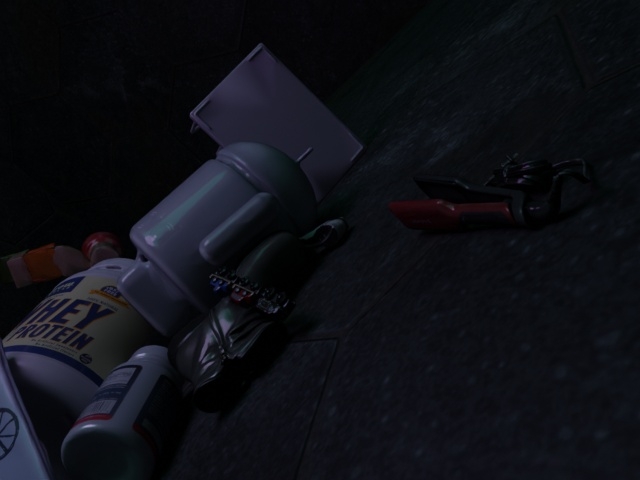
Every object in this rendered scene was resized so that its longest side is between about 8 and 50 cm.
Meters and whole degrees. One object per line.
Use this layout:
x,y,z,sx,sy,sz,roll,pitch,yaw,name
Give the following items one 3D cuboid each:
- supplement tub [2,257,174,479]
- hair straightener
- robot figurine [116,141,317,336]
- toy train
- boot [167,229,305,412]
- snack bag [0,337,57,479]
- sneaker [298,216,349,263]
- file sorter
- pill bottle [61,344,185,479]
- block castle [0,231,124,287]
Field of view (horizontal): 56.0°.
-0.366,0.191,0.954,0.235,0.235,0.324,-40,15,25,supplement tub
0.144,-0.052,0.522,0.089,0.047,0.230,-50,14,-14,hair straightener
-0.146,-0.014,0.932,0.353,0.199,0.300,-45,16,-15,robot figurine
-0.086,0.063,0.709,0.158,0.027,0.036,17,69,49,toy train
-0.077,0.096,0.747,0.246,0.083,0.161,-49,26,-15,boot
-0.433,0.334,0.706,0.323,0.037,0.342,-46,58,5,snack bag
0.000,0.000,0.849,0.109,0.040,0.044,-27,7,45,sneaker
-0.092,-0.196,1.184,0.193,0.278,0.173,-49,9,-12,file sorter
-0.233,0.216,0.756,0.108,0.108,0.180,-41,14,21,pill bottle
-0.585,0.178,1.193,0.454,0.302,0.213,-19,13,-18,block castle
